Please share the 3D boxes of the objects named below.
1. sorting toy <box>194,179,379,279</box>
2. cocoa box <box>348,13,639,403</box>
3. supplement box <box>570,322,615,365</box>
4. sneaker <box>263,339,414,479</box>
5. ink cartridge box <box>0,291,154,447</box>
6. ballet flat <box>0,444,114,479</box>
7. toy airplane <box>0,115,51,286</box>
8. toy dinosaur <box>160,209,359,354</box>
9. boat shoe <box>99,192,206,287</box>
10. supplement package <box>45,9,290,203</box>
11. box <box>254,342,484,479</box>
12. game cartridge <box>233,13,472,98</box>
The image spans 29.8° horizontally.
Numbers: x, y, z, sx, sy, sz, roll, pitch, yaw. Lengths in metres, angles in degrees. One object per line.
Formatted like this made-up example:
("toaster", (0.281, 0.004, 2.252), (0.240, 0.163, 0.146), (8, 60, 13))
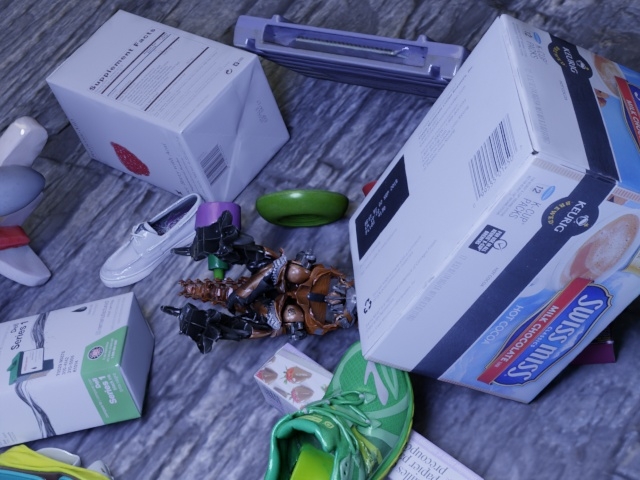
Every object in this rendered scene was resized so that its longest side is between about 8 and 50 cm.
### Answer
("sorting toy", (0.000, 0.000, 1.616), (0.365, 0.127, 0.126), (-6, 78, 19))
("cocoa box", (0.215, -0.023, 1.331), (0.228, 0.347, 0.231), (18, 42, -21))
("supplement box", (0.320, 0.102, 1.427), (0.055, 0.043, 0.083), (-5, 48, 15))
("sneaker", (0.019, 0.215, 1.286), (0.109, 0.123, 0.295), (7, 48, 25))
("ink cartridge box", (-0.337, 0.168, 1.550), (0.219, 0.092, 0.160), (-13, 33, 7))
("ballet flat", (-0.303, 0.294, 1.465), (0.231, 0.077, 0.077), (10, 31, 29))
("toy airplane", (-0.511, 0.033, 1.596), (0.384, 0.386, 0.272), (-24, 57, -17))
("toy dinosaur", (-0.073, 0.077, 1.515), (0.322, 0.218, 0.164), (-26, 63, 39))
("boat shoe", (-0.237, -0.003, 1.705), (0.184, 0.063, 0.066), (-30, 47, -8))
("supplement package", (-0.227, -0.195, 1.793), (0.293, 0.177, 0.175), (23, 61, 35))
("box", (0.054, 0.229, 1.395), (0.063, 0.067, 0.324), (-44, 49, -19))
("game cartridge", (0.082, -0.256, 1.717), (0.355, 0.230, 0.068), (13, 95, 29))
